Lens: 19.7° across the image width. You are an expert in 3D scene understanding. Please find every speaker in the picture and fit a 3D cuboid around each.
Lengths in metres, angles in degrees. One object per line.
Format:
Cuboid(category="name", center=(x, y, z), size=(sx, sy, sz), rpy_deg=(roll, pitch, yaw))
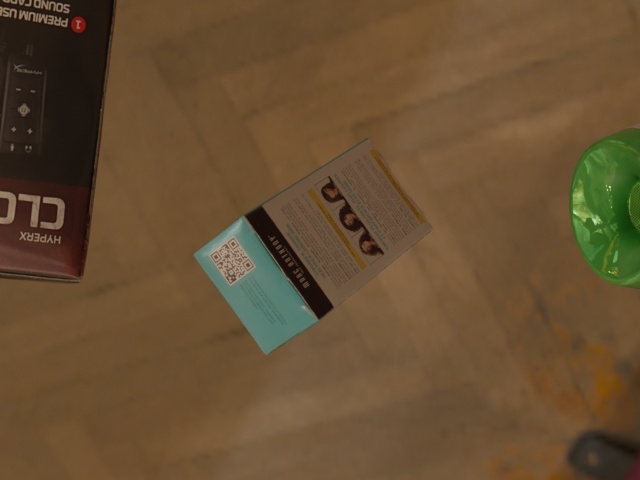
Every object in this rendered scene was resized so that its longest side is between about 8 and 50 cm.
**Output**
Cuboid(category="speaker", center=(0.339, -0.037, 1.403), size=(0.296, 0.131, 0.131), rpy_deg=(-7, 133, -29))

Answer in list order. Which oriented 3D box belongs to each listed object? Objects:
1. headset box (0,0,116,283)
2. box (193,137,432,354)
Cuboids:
Cuboid(category="headset box", center=(-0.177, -0.113, 0.565), size=(0.218, 0.110, 0.293), rpy_deg=(6, 91, -29))
Cuboid(category="box", center=(0.000, 0.000, 1.506), size=(0.060, 0.244, 0.100), rpy_deg=(-36, 89, 31))
